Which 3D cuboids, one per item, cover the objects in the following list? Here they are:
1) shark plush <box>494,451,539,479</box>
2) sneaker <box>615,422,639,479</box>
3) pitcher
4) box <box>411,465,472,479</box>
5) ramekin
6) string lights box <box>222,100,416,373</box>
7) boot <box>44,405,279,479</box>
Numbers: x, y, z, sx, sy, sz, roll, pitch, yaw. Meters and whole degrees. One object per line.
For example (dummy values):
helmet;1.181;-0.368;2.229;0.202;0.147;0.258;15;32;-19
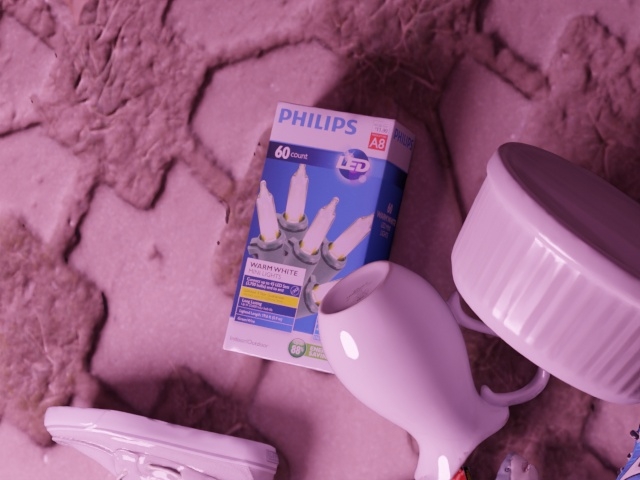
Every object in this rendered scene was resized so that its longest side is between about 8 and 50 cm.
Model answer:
shark plush;0.164;0.286;1.744;0.067;0.073;0.161;34;96;24
sneaker;0.325;0.229;1.681;0.330;0.130;0.147;-30;56;13
pitcher;0.109;0.108;1.742;0.177;0.125;0.207;-38;109;-5
box;0.092;0.285;1.791;0.137;0.027;0.094;-19;75;16
ramekin;0.241;0.036;1.657;0.273;0.273;0.127;40;108;21
string lights box;0.000;0.000;1.842;0.133;0.077;0.260;10;85;21
boot;-0.176;0.247;1.856;0.258;0.095;0.123;9;78;20
